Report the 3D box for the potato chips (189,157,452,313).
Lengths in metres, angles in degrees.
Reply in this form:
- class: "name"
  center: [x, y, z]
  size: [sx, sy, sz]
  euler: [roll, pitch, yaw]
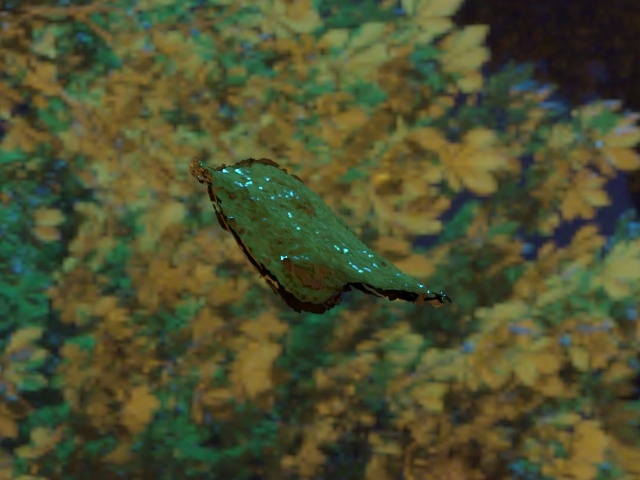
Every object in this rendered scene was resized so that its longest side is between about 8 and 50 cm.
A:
- class: "potato chips"
  center: [0.000, 0.000, 0.698]
  size: [0.026, 0.142, 0.209]
  euler: [-58, 9, 9]
